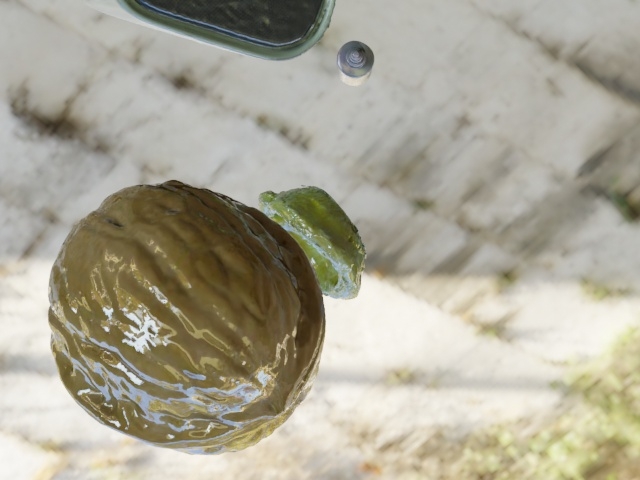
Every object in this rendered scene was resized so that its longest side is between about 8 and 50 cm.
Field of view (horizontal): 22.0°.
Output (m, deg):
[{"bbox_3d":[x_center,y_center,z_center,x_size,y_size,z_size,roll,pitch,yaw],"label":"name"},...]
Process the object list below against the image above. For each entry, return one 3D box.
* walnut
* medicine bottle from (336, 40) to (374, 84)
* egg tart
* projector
[{"bbox_3d":[-0.096,0.060,1.200,0.213,0.213,0.213,27,-140,-24],"label":"walnut"},{"bbox_3d":[0.052,-0.267,2.450,0.057,0.057,0.199,45,180,0],"label":"medicine bottle"},{"bbox_3d":[0.000,0.000,2.198,0.078,0.197,0.197,-38,-97,-13],"label":"egg tart"},{"bbox_3d":[-0.120,-0.342,1.784,0.248,0.248,0.249,15,-175,-21],"label":"projector"}]
